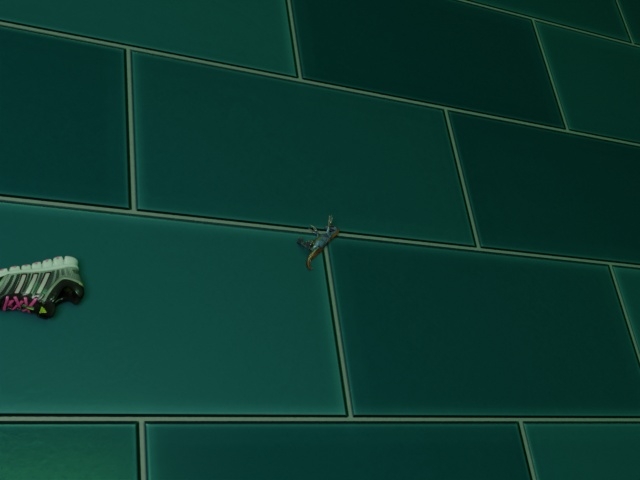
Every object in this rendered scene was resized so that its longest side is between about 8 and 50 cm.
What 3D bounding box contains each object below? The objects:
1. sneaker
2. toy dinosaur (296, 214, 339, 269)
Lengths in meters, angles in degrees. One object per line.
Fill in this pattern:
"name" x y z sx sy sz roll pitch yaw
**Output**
"sneaker" -0.400 0.077 1.181 0.170 0.063 0.075 -19 66 -40
"toy dinosaur" 0.000 0.000 1.475 0.082 0.047 0.090 -6 98 -41
